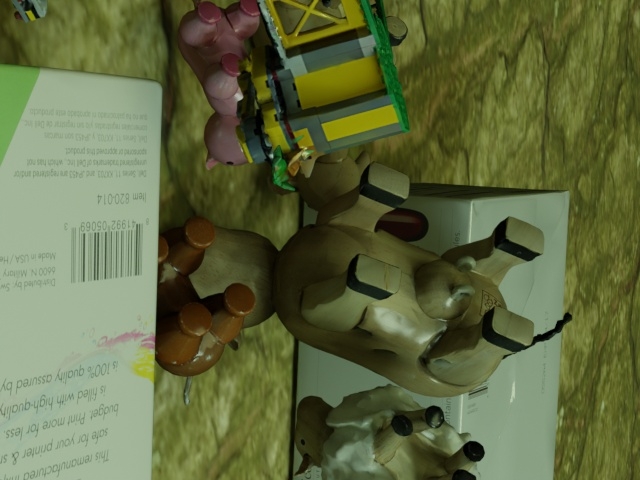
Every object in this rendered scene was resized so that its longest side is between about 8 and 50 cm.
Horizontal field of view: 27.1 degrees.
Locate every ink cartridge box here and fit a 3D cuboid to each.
[{"bbox_3d":[-0.185,0.092,0.645,0.207,0.119,0.353,-4,97,-59],"label":"ink cartridge box"}]

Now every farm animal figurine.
[{"bbox_3d":[0.000,0.000,0.875,0.327,0.172,0.330,36,55,-8],"label":"farm animal figurine"}]

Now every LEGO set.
[{"bbox_3d":[-0.084,-0.183,0.691,0.255,0.192,0.331,63,16,-53],"label":"LEGO set"}]

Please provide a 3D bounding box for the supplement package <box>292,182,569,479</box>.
[{"bbox_3d":[0.092,0.088,1.071,0.204,0.145,0.262,-6,99,-59],"label":"supplement package"}]
